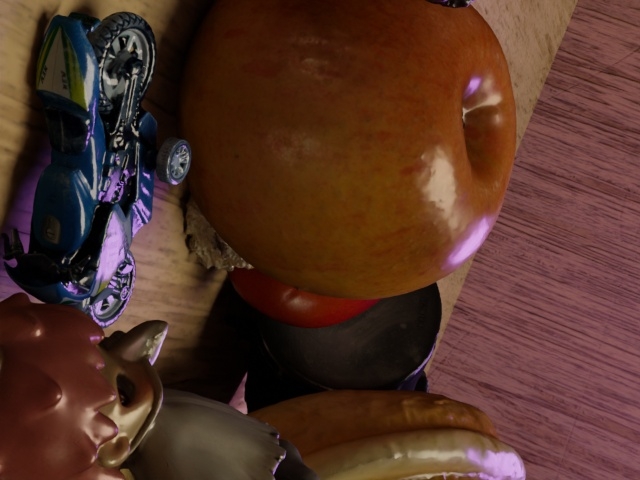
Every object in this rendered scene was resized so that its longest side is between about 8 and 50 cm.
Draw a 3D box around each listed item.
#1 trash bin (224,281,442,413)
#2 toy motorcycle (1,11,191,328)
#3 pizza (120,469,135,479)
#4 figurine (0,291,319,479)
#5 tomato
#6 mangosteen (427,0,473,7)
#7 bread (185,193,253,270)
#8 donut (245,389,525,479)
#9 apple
[{"bbox_3d":[0.014,0.131,1.950,0.301,0.252,0.203,101,-6,-65],"label":"trash bin"},{"bbox_3d":[-0.167,-0.042,1.225,0.135,0.092,0.254,-30,133,-55],"label":"toy motorcycle"},{"bbox_3d":[-0.213,0.260,1.597,0.246,0.058,0.127,50,62,-76],"label":"pizza"},{"bbox_3d":[-0.163,0.120,1.214,0.387,0.207,0.166,34,98,-37],"label":"figurine"},{"bbox_3d":[0.000,0.000,1.733,0.136,0.195,0.195,45,62,-41],"label":"tomato"},{"bbox_3d":[0.035,-0.305,1.106,0.293,0.297,0.297,62,32,-14],"label":"mangosteen"},{"bbox_3d":[-0.074,-0.031,1.633,0.106,0.082,0.125,-57,161,-19],"label":"bread"},{"bbox_3d":[-0.001,0.297,1.801,0.449,0.449,0.198,84,-8,-65],"label":"donut"},{"bbox_3d":[0.030,-0.099,1.456,0.299,0.275,0.299,-20,115,-51],"label":"apple"}]
